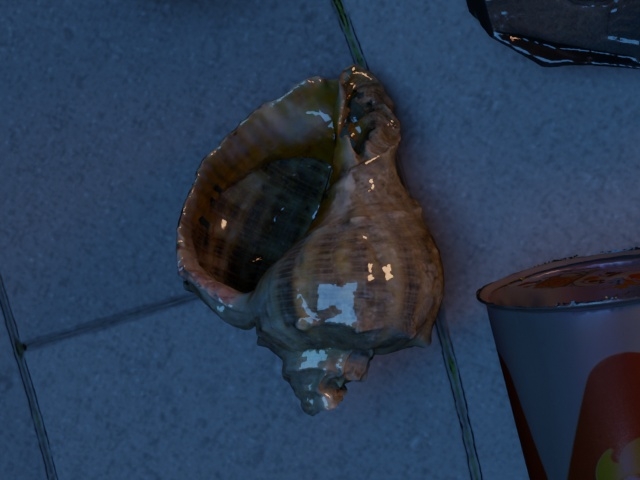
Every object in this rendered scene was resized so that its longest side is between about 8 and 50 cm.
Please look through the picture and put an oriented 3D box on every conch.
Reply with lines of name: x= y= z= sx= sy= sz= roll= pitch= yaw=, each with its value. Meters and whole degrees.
conch: x=0.007 y=0.011 z=1.548 sx=0.210 sy=0.159 sz=0.291 roll=-6 pitch=54 yaw=29

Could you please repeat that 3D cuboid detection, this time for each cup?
cup: x=0.240 y=0.163 z=1.464 sx=0.203 sy=0.203 sz=0.288 roll=-6 pitch=99 yaw=20

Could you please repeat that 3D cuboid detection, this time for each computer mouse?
computer mouse: x=0.228 y=-0.203 z=1.491 sx=0.231 sy=0.071 sz=0.126 roll=4 pitch=109 yaw=8
